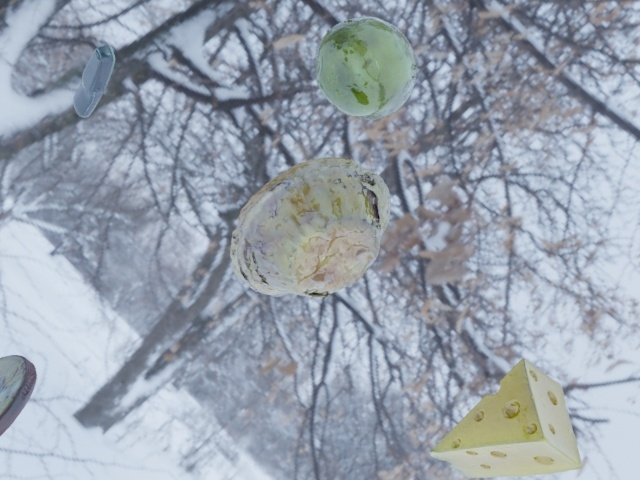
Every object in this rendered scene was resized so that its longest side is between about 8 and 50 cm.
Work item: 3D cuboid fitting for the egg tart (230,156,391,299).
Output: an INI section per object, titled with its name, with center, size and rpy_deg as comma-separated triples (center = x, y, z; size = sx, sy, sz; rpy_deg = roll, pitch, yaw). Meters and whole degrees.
[egg tart]
center = 0.000, 0.000, 1.558
size = 0.150, 0.352, 0.352
rpy_deg = 54, -3, 40

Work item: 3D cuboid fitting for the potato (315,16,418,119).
[potato]
center = 0.100, -0.363, 1.705
size = 0.216, 0.216, 0.304
rpy_deg = 46, 16, -2

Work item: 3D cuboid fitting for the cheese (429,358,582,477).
[cheese]
center = 0.235, 0.259, 1.063
size = 0.093, 0.171, 0.126
rpy_deg = 34, 34, -32

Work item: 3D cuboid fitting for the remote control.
[remote control]
center = -0.542, -0.380, 1.927
size = 0.222, 0.042, 0.072
rpy_deg = -46, -119, 44

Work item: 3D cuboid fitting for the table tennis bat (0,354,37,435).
[table tennis bat]
center = -0.674, 0.327, 1.481
size = 0.415, 0.268, 0.051
rpy_deg = -15, -57, 34
